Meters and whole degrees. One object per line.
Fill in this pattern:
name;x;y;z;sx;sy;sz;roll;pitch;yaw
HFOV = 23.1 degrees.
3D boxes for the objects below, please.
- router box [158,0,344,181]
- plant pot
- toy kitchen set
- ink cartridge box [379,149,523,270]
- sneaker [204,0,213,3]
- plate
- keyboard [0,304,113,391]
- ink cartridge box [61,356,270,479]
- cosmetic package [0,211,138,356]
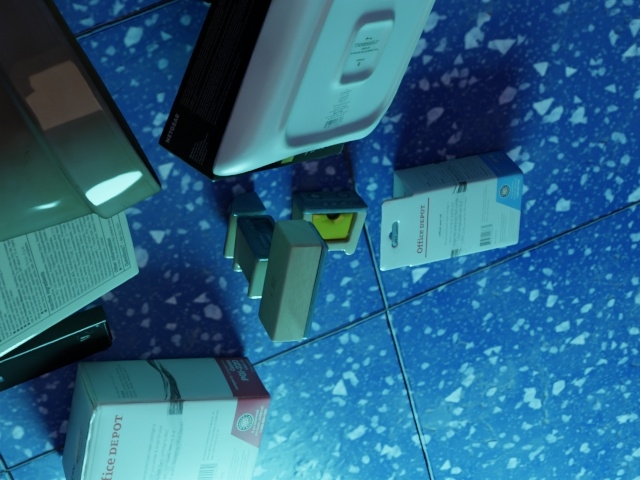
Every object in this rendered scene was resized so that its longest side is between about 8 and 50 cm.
router box;-0.014;-0.222;1.577;0.243;0.081;0.309;-15;134;-57
plant pot;-0.342;-0.113;1.425;0.280;0.323;0.323;-32;128;-2
toy kitchen set;0.000;0.000;1.720;0.166;0.207;0.122;-2;123;-23
ink cartridge box;0.144;-0.036;1.852;0.180;0.060;0.104;-11;125;-17
sneaker;-0.198;-0.362;1.454;0.410;0.158;0.182;33;87;-41
plate;0.029;-0.193;1.536;0.277;0.045;0.278;-21;140;-55
keyboard;-0.383;0.138;1.706;0.317;0.033;0.201;-22;164;-10
ink cartridge box;-0.186;0.226;1.862;0.217;0.092;0.159;-1;121;-25
cosmetic package;-0.348;0.027;1.584;0.309;0.113;0.160;-31;132;-28
